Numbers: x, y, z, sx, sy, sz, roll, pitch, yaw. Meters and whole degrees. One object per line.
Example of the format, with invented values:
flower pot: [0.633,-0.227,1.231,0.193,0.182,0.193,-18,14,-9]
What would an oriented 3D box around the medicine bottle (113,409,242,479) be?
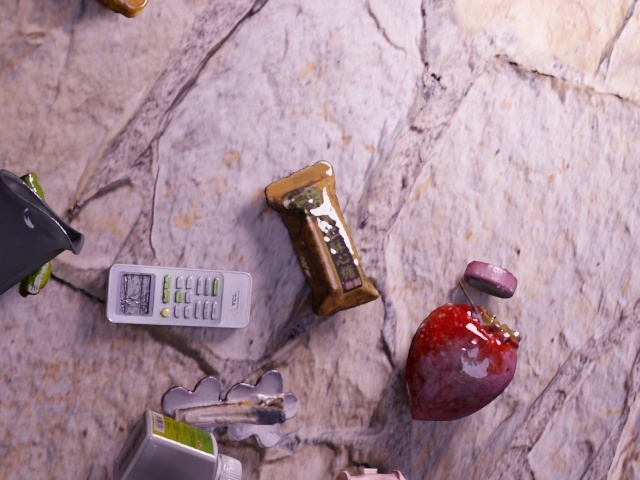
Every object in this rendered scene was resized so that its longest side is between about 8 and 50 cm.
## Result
medicine bottle: [-0.234,0.380,1.703,0.188,0.088,0.132,26,106,-22]

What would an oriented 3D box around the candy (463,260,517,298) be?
candy: [0.322,0.073,1.924,0.103,0.103,0.043,29,80,-18]

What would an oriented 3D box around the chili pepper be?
chili pepper: [-0.465,-0.009,1.661,0.052,0.050,0.201,-5,89,24]

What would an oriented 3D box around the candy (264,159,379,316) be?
candy: [0.000,0.000,1.809,0.143,0.101,0.271,-20,92,-25]

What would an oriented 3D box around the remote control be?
remote control: [-0.242,0.096,1.751,0.250,0.034,0.103,6,88,-20]

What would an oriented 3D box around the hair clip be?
hair clip: [-0.157,0.302,1.769,0.257,0.075,0.146,-1,107,-13]

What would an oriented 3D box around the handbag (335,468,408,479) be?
handbag: [0.080,0.505,1.801,0.116,0.179,0.205,10,86,-13]

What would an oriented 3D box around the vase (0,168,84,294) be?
vase: [-0.538,0.024,1.570,0.301,0.156,0.251,-41,64,2]

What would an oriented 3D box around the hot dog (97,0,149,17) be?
hot dog: [-0.404,-0.473,1.673,0.286,0.061,0.088,43,73,-14]

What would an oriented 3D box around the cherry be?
cherry: [0.245,0.228,1.859,0.192,0.175,0.249,39,79,-7]
